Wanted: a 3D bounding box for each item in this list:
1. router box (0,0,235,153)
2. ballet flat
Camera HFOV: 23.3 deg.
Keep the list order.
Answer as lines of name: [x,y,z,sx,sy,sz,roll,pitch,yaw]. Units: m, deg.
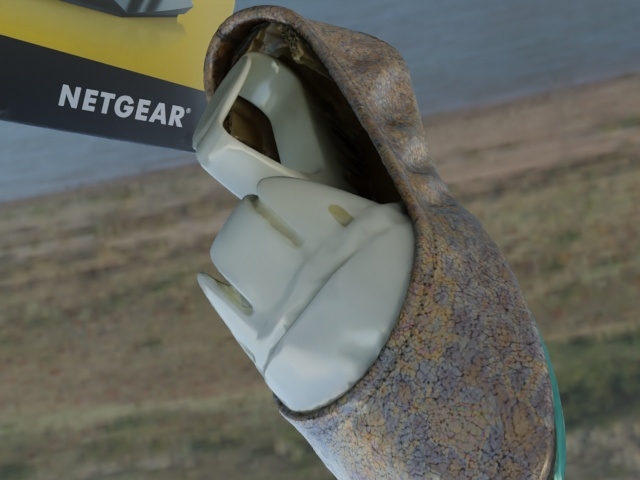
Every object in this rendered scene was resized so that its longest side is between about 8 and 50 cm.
router box: [-0.176,-0.188,0.815,0.309,0.243,0.081,6,-171,-43]
ballet flat: [0.000,0.000,0.611,0.106,0.107,0.316,29,-158,-27]
